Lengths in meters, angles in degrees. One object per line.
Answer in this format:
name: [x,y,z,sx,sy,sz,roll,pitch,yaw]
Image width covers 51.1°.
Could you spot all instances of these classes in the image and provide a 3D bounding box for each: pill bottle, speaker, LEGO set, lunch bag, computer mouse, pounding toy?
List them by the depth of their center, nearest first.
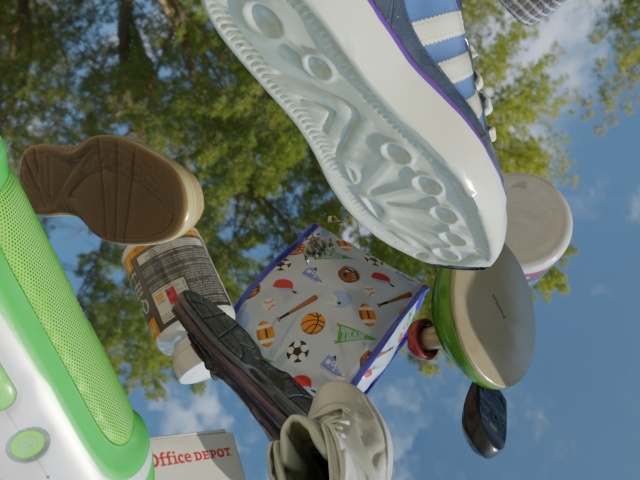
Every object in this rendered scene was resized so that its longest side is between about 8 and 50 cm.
speaker: [-0.204,0.065,0.412,0.131,0.297,0.131,-12,-151,7]
pounding toy: [0.163,0.064,0.817,0.110,0.183,0.237,-16,-96,42]
computer mouse: [0.213,0.178,0.877,0.041,0.071,0.242,-29,-156,34]
LEGO set: [-0.002,-0.002,0.962,0.054,0.023,0.083,6,-102,18]
pill bottle: [-0.258,0.119,1.275,0.162,0.162,0.279,-30,-111,7]
pill bottle: [0.400,0.010,1.458,0.210,0.363,0.210,-2,-107,5]
lunch bag: [-0.002,0.196,1.461,0.327,0.239,0.385,27,-138,18]

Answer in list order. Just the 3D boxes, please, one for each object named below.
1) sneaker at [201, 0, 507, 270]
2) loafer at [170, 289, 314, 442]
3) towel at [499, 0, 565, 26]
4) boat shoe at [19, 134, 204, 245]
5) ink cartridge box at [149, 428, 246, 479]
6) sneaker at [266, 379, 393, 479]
sneaker: [0.076,-0.154,0.479,0.130,0.323,0.236,3,-124,44]
loafer: [-0.129,0.206,1.030,0.302,0.109,0.095,42,-80,10]
towel: [0.397,-0.577,1.274,0.235,0.283,0.121,-33,-158,52]
boat shoe: [-0.247,-0.069,0.831,0.341,0.110,0.122,14,-79,39]
ink cartridge box: [-0.128,0.290,0.617,0.085,0.148,0.203,-32,-116,23]
sneaker: [0.013,0.233,0.774,0.108,0.169,0.293,-23,-149,8]
